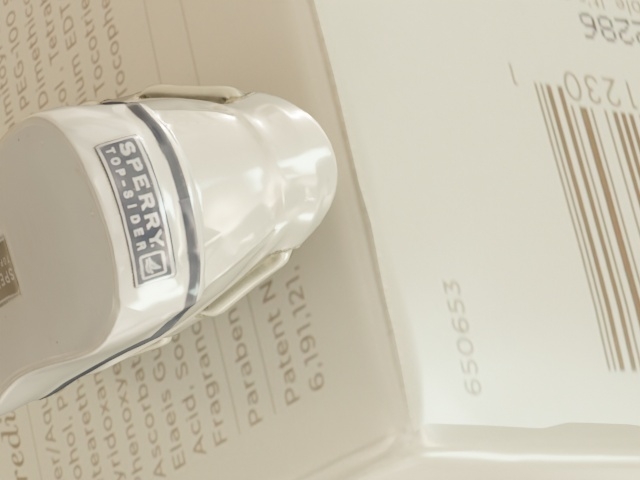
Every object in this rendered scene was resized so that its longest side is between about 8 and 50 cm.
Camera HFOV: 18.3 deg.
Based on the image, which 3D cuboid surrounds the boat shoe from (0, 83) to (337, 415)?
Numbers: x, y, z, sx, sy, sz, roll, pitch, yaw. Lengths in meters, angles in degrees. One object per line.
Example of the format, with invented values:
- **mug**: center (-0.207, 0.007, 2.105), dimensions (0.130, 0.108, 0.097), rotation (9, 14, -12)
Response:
- **boat shoe**: center (-0.075, 0.005, 0.635), dimensions (0.084, 0.258, 0.095), rotation (-16, 95, -26)

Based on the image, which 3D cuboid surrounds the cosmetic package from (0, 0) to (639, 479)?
- **cosmetic package**: center (0.000, 0.000, 0.869), dimensions (0.329, 0.394, 0.327), rotation (4, 65, -40)
